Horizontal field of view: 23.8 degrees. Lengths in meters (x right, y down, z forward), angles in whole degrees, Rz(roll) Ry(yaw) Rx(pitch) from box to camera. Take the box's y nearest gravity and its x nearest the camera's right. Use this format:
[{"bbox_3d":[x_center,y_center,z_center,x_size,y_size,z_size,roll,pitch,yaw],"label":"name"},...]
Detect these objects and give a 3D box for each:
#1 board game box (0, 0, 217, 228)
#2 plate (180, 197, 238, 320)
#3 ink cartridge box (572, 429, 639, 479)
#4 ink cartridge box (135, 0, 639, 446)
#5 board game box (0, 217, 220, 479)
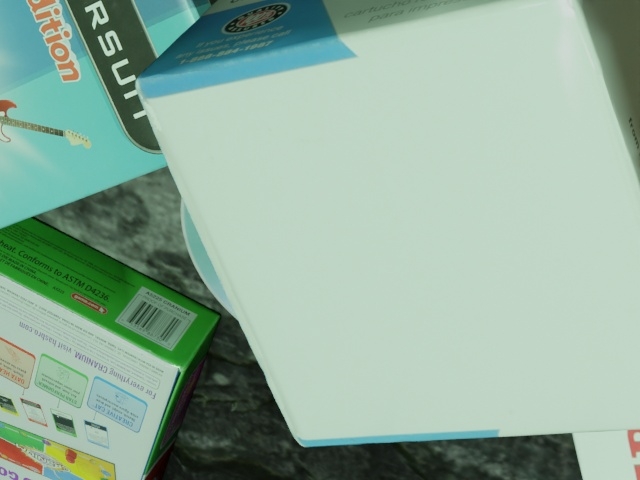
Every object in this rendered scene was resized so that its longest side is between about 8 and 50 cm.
[{"bbox_3d":[-0.200,-0.138,0.882,0.336,0.079,0.253,-18,99,35],"label":"board game box"},{"bbox_3d":[0.000,0.000,0.963,0.188,0.024,0.188,13,127,17],"label":"plate"},{"bbox_3d":[0.339,0.114,0.742,0.395,0.166,0.285,-8,101,31],"label":"ink cartridge box"},{"bbox_3d":[0.089,-0.066,0.707,0.198,0.270,0.197,-8,118,30],"label":"ink cartridge box"},{"bbox_3d":[-0.229,0.125,1.140,0.242,0.064,0.316,28,131,5],"label":"board game box"}]
